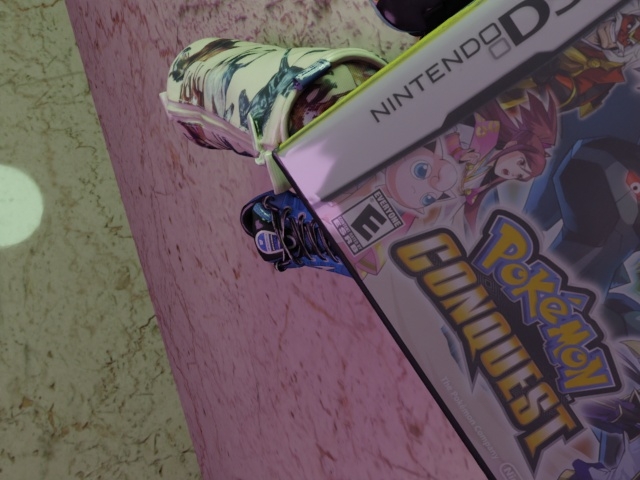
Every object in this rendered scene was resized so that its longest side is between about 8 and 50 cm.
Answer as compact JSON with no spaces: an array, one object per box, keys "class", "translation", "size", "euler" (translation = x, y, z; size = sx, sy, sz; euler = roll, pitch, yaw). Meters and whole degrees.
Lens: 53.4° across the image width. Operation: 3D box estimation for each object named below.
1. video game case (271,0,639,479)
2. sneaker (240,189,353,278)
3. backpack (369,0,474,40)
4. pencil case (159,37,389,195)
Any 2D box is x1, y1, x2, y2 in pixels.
[{"class":"video game case","translation":[0.147,-0.003,0.332],"size":[0.248,0.035,0.275],"euler":[-33,92,20]},{"class":"sneaker","translation":[0.000,0.000,0.786],"size":[0.330,0.147,0.129],"euler":[18,119,58]},{"class":"backpack","translation":[0.090,-0.260,0.459],"size":[0.188,0.166,0.144],"euler":[62,153,21]},{"class":"pencil case","translation":[-0.066,-0.163,0.790],"size":[0.410,0.184,0.159],"euler":[30,130,55]}]
